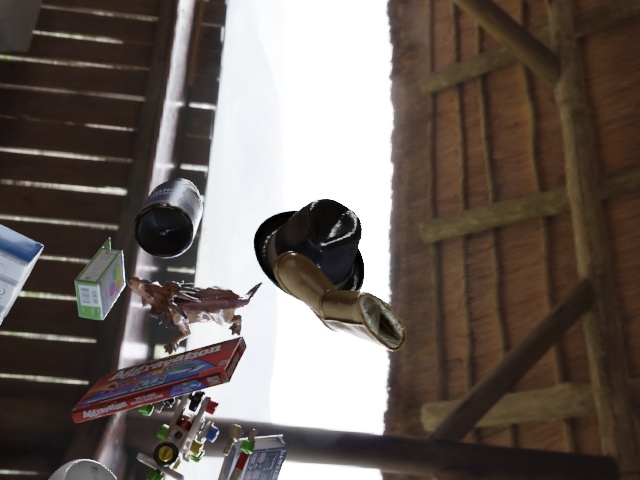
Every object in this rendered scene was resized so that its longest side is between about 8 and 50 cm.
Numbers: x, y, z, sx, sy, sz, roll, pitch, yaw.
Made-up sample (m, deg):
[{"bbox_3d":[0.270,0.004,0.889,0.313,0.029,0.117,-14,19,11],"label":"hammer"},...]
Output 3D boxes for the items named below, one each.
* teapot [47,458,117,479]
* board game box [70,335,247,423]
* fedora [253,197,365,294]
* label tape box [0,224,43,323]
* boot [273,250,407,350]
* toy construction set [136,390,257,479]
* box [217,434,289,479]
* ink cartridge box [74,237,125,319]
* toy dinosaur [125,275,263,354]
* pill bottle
[{"bbox_3d":[-0.697,0.757,1.781,0.187,0.256,0.252,-40,175,12],"label":"teapot"},{"bbox_3d":[-0.276,0.239,1.107,0.145,0.282,0.027,-69,142,-76],"label":"board game box"},{"bbox_3d":[0.000,0.000,1.555,0.334,0.334,0.152,-92,-154,-49],"label":"fedora"},{"bbox_3d":[-0.904,0.100,1.629,0.333,0.241,0.105,-53,-162,22],"label":"label tape box"},{"bbox_3d":[0.034,0.112,1.280,0.089,0.236,0.269,-50,-165,-14],"label":"boot"},{"bbox_3d":[-0.331,0.544,1.627,0.257,0.309,0.237,-36,-157,50],"label":"toy construction set"},{"bbox_3d":[-0.212,0.704,1.917,0.056,0.183,0.230,40,-62,52],"label":"box"},{"bbox_3d":[-0.538,0.092,1.589,0.209,0.062,0.108,-79,176,-60],"label":"ink cartridge box"},{"bbox_3d":[-0.250,0.135,1.352,0.200,0.296,0.127,111,-34,-59],"label":"toy dinosaur"},{"bbox_3d":[-0.323,-0.058,1.377,0.219,0.123,0.122,-98,-165,-66],"label":"pill bottle"}]
